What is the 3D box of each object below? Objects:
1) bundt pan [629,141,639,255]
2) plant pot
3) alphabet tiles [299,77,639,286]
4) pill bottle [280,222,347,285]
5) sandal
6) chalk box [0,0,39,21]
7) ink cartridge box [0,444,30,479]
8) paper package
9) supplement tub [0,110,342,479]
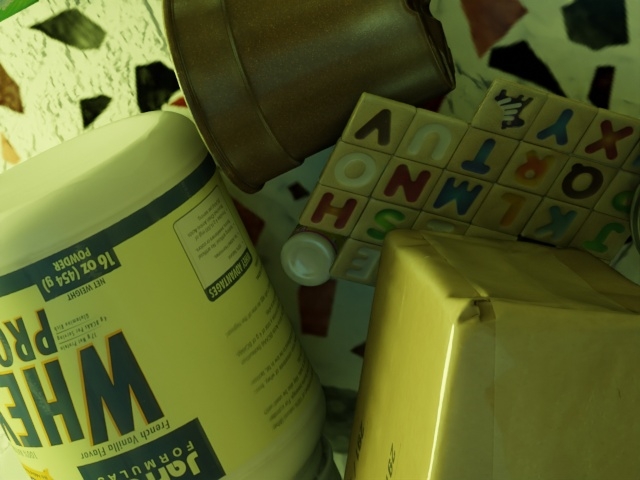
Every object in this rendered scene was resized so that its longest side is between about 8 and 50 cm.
[{"bbox_3d":[0.376,-0.004,0.900,0.330,0.124,0.331,2,119,3],"label":"bundt pan"},{"bbox_3d":[-0.001,-0.136,0.965,0.165,0.167,0.167,-18,107,13],"label":"plant pot"},{"bbox_3d":[0.115,-0.027,0.974,0.237,0.009,0.198,14,129,-18],"label":"alphabet tiles"},{"bbox_3d":[0.000,0.000,1.058,0.043,0.083,0.043,6,114,13],"label":"pill bottle"},{"bbox_3d":[0.171,-0.030,1.018,0.072,0.049,0.180,34,121,-30],"label":"sandal"},{"bbox_3d":[-0.268,-0.238,0.999,0.132,0.132,0.213,29,117,2],"label":"chalk box"},{"bbox_3d":[-0.251,0.343,1.204,0.121,0.211,0.289,10,114,12],"label":"ink cartridge box"},{"bbox_3d":[0.113,0.172,0.875,0.168,0.309,0.325,7,99,-6],"label":"paper package"},{"bbox_3d":[-0.137,0.090,1.048,0.235,0.235,0.325,-19,107,21],"label":"supplement tub"}]
